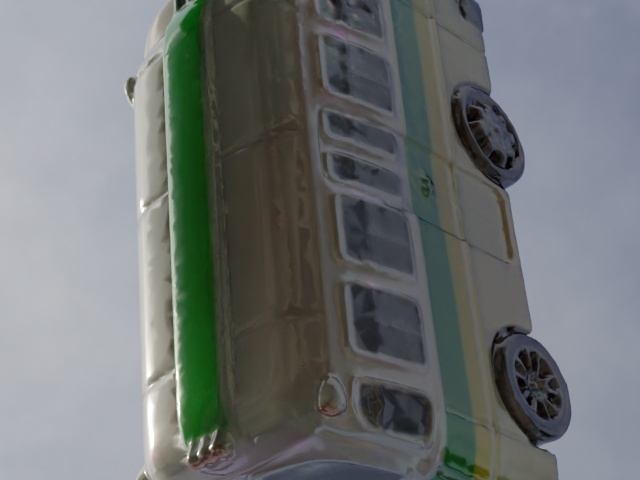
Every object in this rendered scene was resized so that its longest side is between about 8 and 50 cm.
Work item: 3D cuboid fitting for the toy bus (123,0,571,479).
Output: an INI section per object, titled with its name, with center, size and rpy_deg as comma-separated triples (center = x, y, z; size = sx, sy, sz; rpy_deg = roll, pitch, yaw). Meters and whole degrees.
[toy bus]
center = 0.000, 0.000, 0.771
size = 0.143, 0.179, 0.305
rpy_deg = -29, -129, 35
